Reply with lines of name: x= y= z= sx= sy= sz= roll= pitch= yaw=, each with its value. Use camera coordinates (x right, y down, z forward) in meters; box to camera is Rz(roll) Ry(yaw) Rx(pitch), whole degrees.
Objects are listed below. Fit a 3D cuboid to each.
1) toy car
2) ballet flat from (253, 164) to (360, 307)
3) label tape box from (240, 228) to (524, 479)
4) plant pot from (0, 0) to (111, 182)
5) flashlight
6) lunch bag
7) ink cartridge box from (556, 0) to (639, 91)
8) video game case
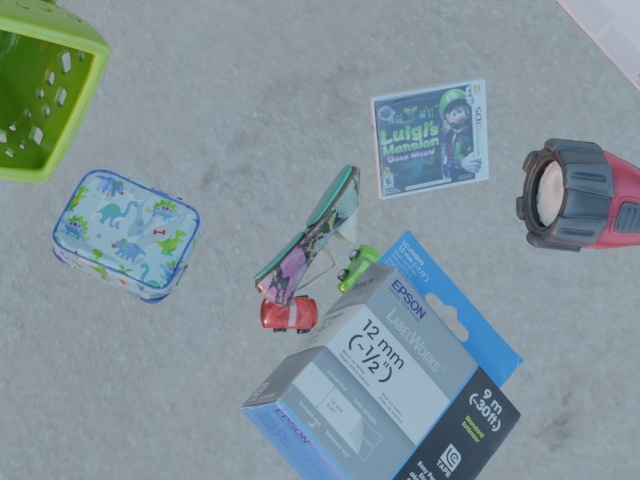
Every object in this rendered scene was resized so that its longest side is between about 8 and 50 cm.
toy car: x=0.043 y=0.100 z=1.726 sx=0.239 sy=0.053 sz=0.225 roll=40 pitch=66 yaw=-21
ballet flat: x=0.000 y=0.000 z=1.478 sx=0.079 sy=0.077 sz=0.221 roll=41 pitch=79 yaw=-9
label tape box: x=0.110 y=0.171 z=1.312 sx=0.249 sy=0.115 sz=0.348 roll=49 pitch=61 yaw=-8
plant pot: x=-0.441 y=-0.234 z=1.395 sx=0.228 sy=0.207 sz=0.227 roll=8 pitch=125 yaw=-42
flashlight: x=0.339 y=-0.029 z=1.009 sx=0.304 sy=0.103 sz=0.103 roll=5 pitch=69 yaw=-18
lunch bag: x=-0.315 y=-0.011 z=1.772 sx=0.219 sy=0.090 sz=0.176 roll=23 pitch=66 yaw=0
ink cartridge box: x=0.566 y=-0.415 z=1.906 sx=0.309 sy=0.272 sz=0.130 roll=44 pitch=126 yaw=-12
video game case: x=0.177 y=-0.163 z=1.724 sx=0.190 sy=0.022 sz=0.173 roll=-11 pitch=114 yaw=-11
